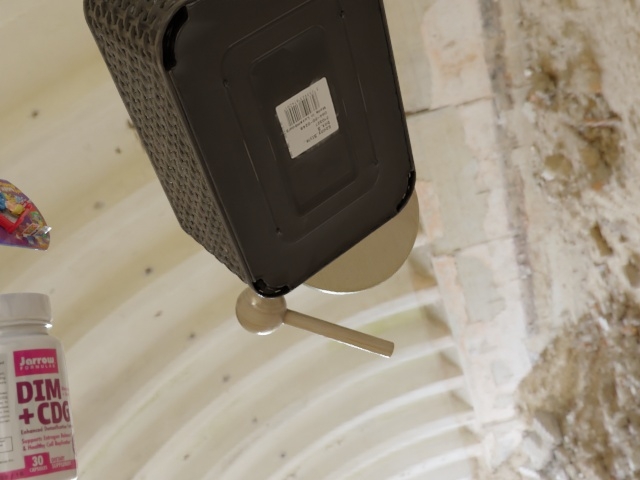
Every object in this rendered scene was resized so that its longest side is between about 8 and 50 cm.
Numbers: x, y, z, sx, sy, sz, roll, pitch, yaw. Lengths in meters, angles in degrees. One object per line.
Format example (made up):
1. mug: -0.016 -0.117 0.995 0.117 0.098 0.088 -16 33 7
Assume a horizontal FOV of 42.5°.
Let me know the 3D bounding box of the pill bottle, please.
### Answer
1. pill bottle: -0.457 0.229 1.223 0.160 0.160 0.283 46 -148 -76

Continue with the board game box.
1. board game box: -0.431 -0.052 1.114 0.133 0.033 0.169 56 -161 23

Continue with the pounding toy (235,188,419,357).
1. pounding toy: 0.000 0.000 0.891 0.110 0.183 0.236 148 134 -69

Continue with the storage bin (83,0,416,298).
1. storage bin: -0.029 -0.074 0.443 0.084 0.122 0.180 36 153 42
